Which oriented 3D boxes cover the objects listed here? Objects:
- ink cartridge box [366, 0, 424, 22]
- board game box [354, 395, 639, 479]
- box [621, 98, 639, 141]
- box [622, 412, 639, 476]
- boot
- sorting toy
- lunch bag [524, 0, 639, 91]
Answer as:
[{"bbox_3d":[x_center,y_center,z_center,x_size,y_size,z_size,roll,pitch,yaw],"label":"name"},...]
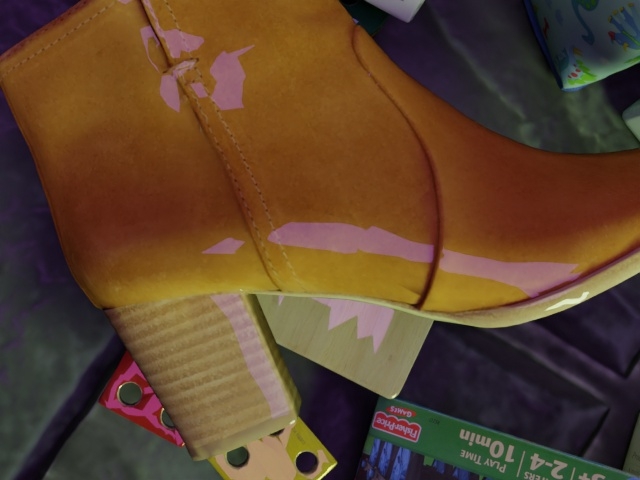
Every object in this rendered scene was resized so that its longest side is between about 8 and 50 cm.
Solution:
[{"bbox_3d":[-0.008,-0.214,0.443,0.190,0.082,0.140,26,53,-5],"label":"ink cartridge box"},{"bbox_3d":[0.073,0.198,0.433,0.160,0.039,0.212,13,83,28],"label":"board game box"},{"bbox_3d":[0.377,-0.095,0.475,0.345,0.168,0.215,-38,92,-9],"label":"box"},{"bbox_3d":[0.216,0.190,0.469,0.130,0.091,0.171,20,84,-6],"label":"box"},{"bbox_3d":[0.023,-0.055,0.404,0.295,0.104,0.211,-23,90,-6],"label":"boot"},{"bbox_3d":[0.000,0.000,0.472,0.132,0.046,0.275,27,82,-6],"label":"sorting toy"},{"bbox_3d":[0.153,-0.169,0.466,0.096,0.129,0.151,-22,88,-11],"label":"lunch bag"}]
